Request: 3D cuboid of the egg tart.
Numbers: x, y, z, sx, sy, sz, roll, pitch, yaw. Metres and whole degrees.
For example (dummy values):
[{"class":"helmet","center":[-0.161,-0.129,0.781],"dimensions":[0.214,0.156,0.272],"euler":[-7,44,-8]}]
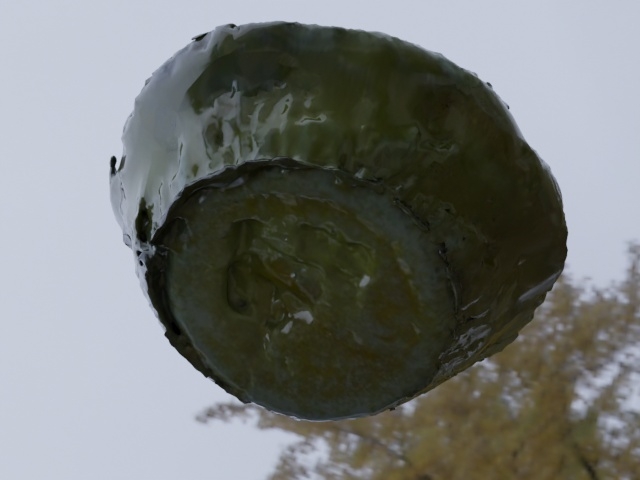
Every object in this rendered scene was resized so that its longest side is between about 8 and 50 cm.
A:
[{"class":"egg tart","center":[0.000,0.000,0.595],"dimensions":[0.197,0.197,0.078],"euler":[53,-148,-21]}]
